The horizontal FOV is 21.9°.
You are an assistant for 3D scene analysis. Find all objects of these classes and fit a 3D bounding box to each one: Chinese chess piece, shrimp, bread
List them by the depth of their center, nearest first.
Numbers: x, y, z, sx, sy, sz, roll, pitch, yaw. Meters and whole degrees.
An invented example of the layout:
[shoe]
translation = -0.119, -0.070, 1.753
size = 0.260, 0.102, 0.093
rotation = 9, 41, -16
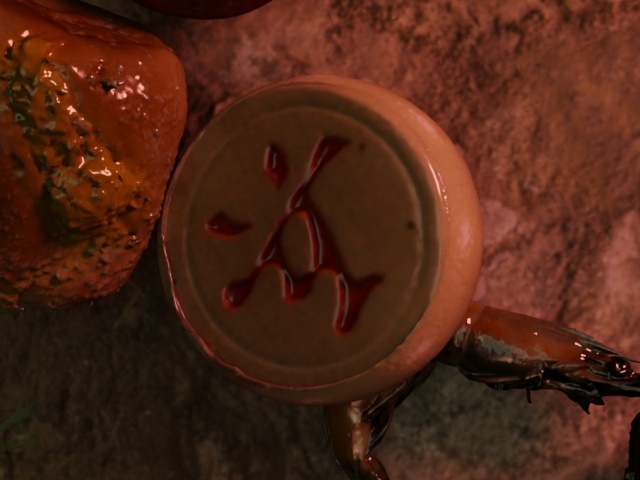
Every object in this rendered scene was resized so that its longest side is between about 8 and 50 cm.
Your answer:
[bread]
translation = -0.212, -0.048, 1.224
size = 0.195, 0.176, 0.246
rotation = 9, 115, -25
[Chinese chess piece]
translation = 0.000, 0.000, 1.246
size = 0.250, 0.103, 0.249
rotation = -2, 85, 22
[shrimp]
translation = 0.126, 0.144, 1.284
size = 0.262, 0.051, 0.198
rotation = 11, 99, 11

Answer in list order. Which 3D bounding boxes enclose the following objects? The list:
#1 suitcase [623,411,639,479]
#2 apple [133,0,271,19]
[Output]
[suitcase]
translation = 0.372, 0.221, 1.199
size = 0.312, 0.128, 0.202
rotation = 2, 91, 5
[apple]
translation = -0.090, -0.268, 1.255
size = 0.201, 0.162, 0.201
rotation = 1, 102, 4
